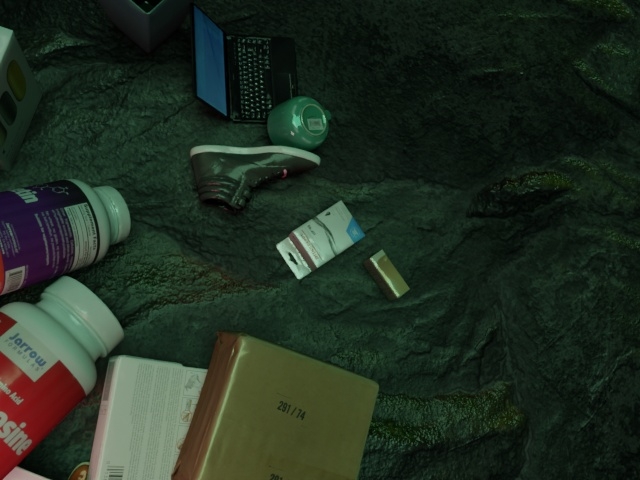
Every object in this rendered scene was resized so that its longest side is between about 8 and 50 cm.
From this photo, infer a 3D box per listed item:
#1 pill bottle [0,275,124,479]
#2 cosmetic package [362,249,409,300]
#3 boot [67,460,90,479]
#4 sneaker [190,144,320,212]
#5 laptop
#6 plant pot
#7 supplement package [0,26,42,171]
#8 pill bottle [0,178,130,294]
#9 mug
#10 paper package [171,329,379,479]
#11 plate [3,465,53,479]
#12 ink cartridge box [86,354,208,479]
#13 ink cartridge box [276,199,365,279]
[{"bbox_3d":[-0.562,0.261,1.052,0.229,0.229,0.407,43,57,-2],"label":"pill bottle"},{"bbox_3d":[0.154,0.082,1.388,0.041,0.060,0.115,-34,89,-19],"label":"cosmetic package"},{"bbox_3d":[-0.470,0.503,1.116,0.059,0.084,0.157,19,72,-8],"label":"boot"},{"bbox_3d":[-0.146,-0.135,1.341,0.296,0.104,0.146,-1,79,-9],"label":"sneaker"},{"bbox_3d":[-0.170,-0.408,1.374,0.265,0.136,0.234,-1,78,-15],"label":"laptop"},{"bbox_3d":[-0.386,-0.534,1.294,0.166,0.234,0.165,41,71,-4],"label":"plant pot"},{"bbox_3d":[-0.698,-0.290,1.141,0.198,0.263,0.199,17,74,-10],"label":"supplement package"},{"bbox_3d":[-0.535,-0.014,1.119,0.323,0.181,0.181,-24,84,-49],"label":"pill bottle"},{"bbox_3d":[-0.039,-0.281,1.378,0.129,0.097,0.157,40,61,-28],"label":"mug"},{"bbox_3d":[-0.086,0.374,1.170,0.325,0.168,0.309,24,72,-22],"label":"paper package"},{"bbox_3d":[-0.605,0.538,1.054,0.278,0.045,0.277,16,71,13],"label":"plate"},{"bbox_3d":[-0.314,0.397,1.180,0.261,0.066,0.296,18,68,-34],"label":"ink cartridge box"},{"bbox_3d":[0.000,0.000,1.365,0.180,0.060,0.104,-34,88,-19],"label":"ink cartridge box"}]
